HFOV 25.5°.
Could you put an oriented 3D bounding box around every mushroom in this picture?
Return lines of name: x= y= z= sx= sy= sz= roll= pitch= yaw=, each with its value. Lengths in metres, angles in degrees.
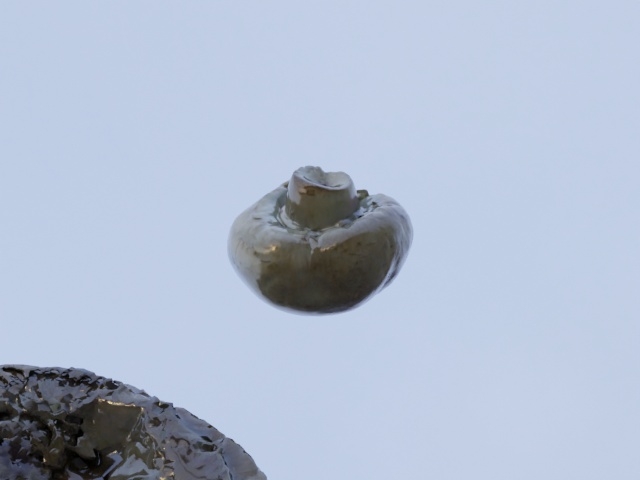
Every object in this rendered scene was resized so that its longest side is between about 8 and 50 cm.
mushroom: x=0.000 y=0.000 z=1.115 sx=0.148 sy=0.148 sz=0.112 roll=-1 pitch=-63 yaw=-20

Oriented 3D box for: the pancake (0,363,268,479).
pancake: x=-0.195 y=0.223 z=0.849 sx=0.387 sy=0.387 sz=0.082 roll=-10 pitch=-46 yaw=-13
